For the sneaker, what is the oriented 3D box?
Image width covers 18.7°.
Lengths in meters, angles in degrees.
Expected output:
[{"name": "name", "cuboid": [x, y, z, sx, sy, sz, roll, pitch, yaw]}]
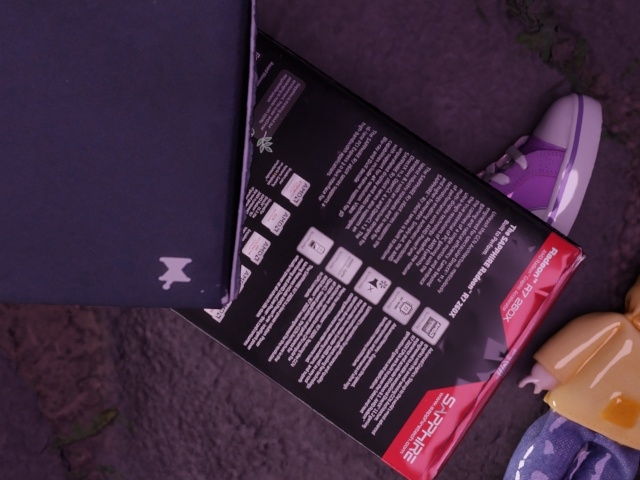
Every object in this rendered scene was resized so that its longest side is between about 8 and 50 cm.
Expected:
[{"name": "sneaker", "cuboid": [0.118, -0.020, 1.639, 0.161, 0.102, 0.282, 28, 96, -8]}]

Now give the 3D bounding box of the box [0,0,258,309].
[{"name": "box", "cuboid": [-0.290, -0.212, 1.318, 0.480, 0.471, 0.297, 1, 130, -6]}]

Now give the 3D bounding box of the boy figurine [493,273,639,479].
[{"name": "boy figurine", "cuboid": [0.267, 0.135, 1.691, 0.177, 0.092, 0.285, 32, 98, -9]}]

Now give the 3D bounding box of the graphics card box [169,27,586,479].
[{"name": "graphics card box", "cuboid": [0.000, 0.000, 1.574, 0.371, 0.094, 0.232, 34, 95, 7]}]
